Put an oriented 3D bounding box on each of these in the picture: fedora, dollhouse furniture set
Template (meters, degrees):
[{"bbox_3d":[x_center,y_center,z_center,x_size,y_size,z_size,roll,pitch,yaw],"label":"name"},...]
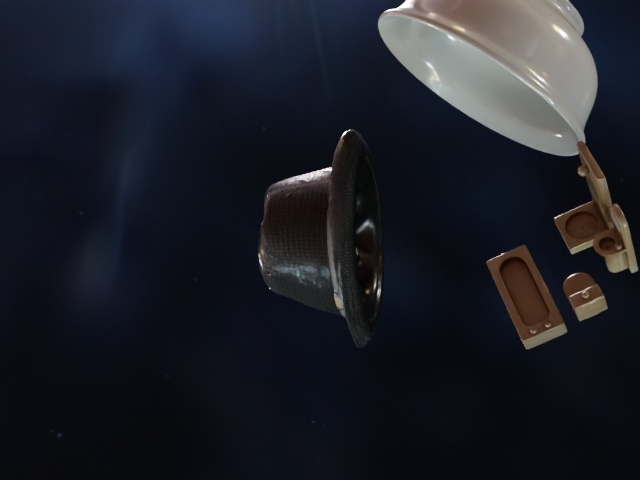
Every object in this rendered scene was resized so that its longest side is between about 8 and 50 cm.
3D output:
[{"bbox_3d":[0.000,0.000,1.229,0.152,0.334,0.334,0,-112,12],"label":"fedora"},{"bbox_3d":[0.258,0.007,0.929,0.151,0.123,0.144,-25,-129,10],"label":"dollhouse furniture set"}]

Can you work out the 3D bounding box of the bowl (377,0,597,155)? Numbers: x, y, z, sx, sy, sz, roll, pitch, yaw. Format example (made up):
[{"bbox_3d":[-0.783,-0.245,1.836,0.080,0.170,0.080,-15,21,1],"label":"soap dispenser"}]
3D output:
[{"bbox_3d":[0.228,-0.240,1.047,0.298,0.298,0.134,33,-91,35],"label":"bowl"}]
